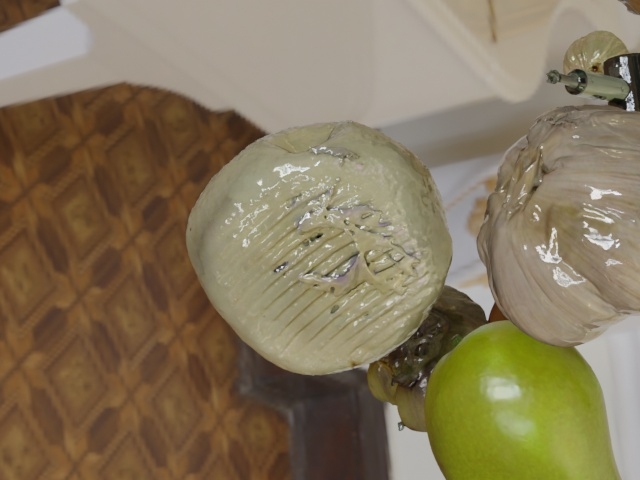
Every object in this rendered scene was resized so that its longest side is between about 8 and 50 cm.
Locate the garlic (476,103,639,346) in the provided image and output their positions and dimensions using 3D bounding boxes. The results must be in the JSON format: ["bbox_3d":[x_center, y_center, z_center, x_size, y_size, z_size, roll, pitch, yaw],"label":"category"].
[{"bbox_3d":[0.223,-0.019,1.137,0.152,0.228,0.228,16,61,-26],"label":"garlic"}]

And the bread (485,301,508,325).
[{"bbox_3d":[0.241,0.108,1.547,0.049,0.088,0.226,-48,163,-38],"label":"bread"}]

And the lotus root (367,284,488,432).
[{"bbox_3d":[0.128,0.147,1.702,0.078,0.183,0.204,26,71,-48],"label":"lotus root"}]

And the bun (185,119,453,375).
[{"bbox_3d":[0.005,0.001,1.312,0.168,0.272,0.273,-80,149,-64],"label":"bun"}]

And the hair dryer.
[{"bbox_3d":[0.303,-0.161,1.416,0.197,0.057,0.101,3,78,-45],"label":"hair dryer"}]

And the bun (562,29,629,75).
[{"bbox_3d":[0.435,-0.269,2.032,0.115,0.115,0.069,62,35,-29],"label":"bun"}]

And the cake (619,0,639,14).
[{"bbox_3d":[0.342,-0.452,1.410,0.321,0.332,0.332,36,41,-12],"label":"cake"}]

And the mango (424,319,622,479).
[{"bbox_3d":[0.204,0.208,1.320,0.149,0.185,0.273,-62,140,-54],"label":"mango"}]
